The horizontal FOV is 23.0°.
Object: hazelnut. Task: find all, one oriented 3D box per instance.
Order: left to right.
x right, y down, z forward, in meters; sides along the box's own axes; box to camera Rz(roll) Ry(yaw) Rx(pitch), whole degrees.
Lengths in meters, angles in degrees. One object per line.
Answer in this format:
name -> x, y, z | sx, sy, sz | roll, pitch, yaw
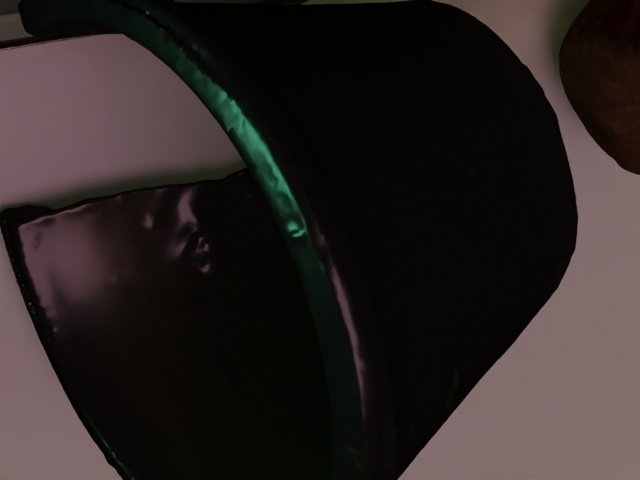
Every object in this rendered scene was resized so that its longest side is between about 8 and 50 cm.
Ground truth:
hazelnut -> 0.240, -0.124, 1.092 | 0.143, 0.143, 0.154 | -23, 133, -9

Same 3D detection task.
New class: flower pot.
flower pot -> 0.000, 0.000, 0.951 | 0.251, 0.379, 0.379 | -23, 128, -33

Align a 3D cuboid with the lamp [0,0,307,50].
lamp -> -0.124, -0.248, 0.906 | 0.269, 0.047, 0.266 | -11, 123, -17
